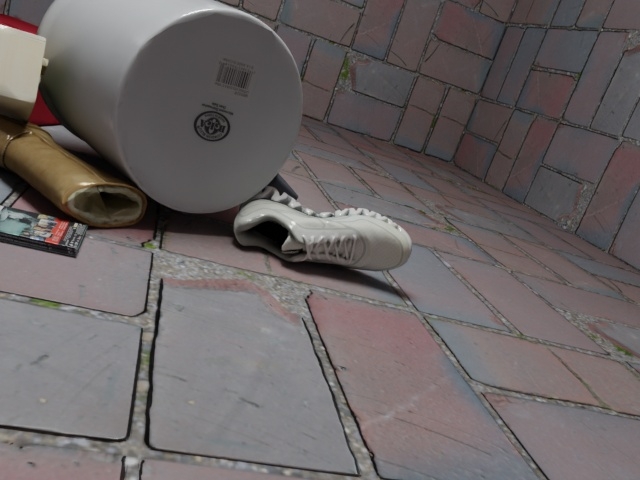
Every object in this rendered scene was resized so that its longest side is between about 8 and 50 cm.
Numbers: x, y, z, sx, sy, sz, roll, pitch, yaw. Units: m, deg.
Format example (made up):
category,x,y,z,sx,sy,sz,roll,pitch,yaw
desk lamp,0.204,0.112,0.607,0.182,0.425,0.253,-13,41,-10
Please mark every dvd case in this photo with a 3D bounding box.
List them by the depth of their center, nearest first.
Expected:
category,x,y,z,sx,sy,sz,roll,pitch,yaw
dvd case,-0.352,-0.014,0.729,0.119,0.013,0.087,15,16,-19

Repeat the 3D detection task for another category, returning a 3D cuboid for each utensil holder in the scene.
category,x,y,z,sx,sy,sz,roll,pitch,yaw
utensil holder,-0.259,-0.251,0.997,0.327,0.328,0.385,5,22,-41

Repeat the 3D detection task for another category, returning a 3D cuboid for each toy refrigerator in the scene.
category,x,y,z,sx,sy,sz,roll,pitch,yaw
toy refrigerator,-0.501,-0.244,0.958,0.094,0.102,0.269,10,-8,-29

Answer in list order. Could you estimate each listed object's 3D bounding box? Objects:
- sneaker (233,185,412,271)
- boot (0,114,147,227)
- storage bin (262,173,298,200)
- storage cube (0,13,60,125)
category,x,y,z,sx,sy,sz,roll,pitch,yaw
sneaker,0.000,0.000,0.957,0.291,0.110,0.118,12,23,4
boot,-0.413,-0.108,0.835,0.269,0.089,0.236,31,20,30
storage bin,-0.108,-0.106,1.202,0.091,0.098,0.135,43,4,-28
storage cube,-0.626,-0.344,1.183,0.214,0.184,0.193,21,16,6
